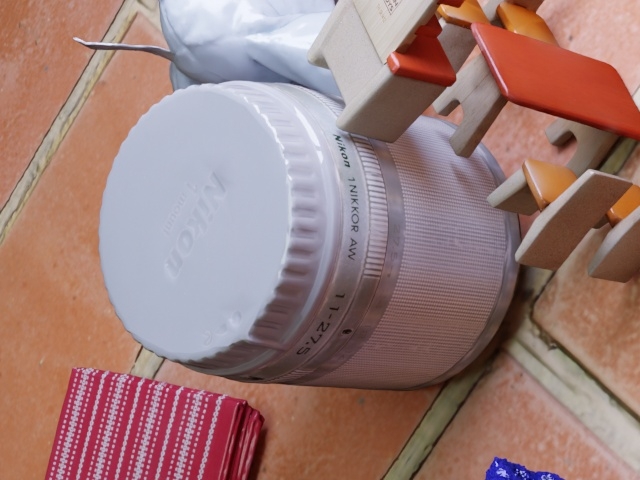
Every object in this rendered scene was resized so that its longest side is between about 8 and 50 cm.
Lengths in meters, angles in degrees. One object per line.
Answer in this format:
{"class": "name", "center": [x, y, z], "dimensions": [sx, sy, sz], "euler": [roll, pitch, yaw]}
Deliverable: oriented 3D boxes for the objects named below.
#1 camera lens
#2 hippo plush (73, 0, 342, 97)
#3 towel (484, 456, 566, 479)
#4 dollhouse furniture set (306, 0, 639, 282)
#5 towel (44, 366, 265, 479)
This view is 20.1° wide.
{"class": "camera lens", "center": [0.000, 0.000, 1.354], "dimensions": [0.219, 0.274, 0.219], "euler": [-7, 80, 42]}
{"class": "hippo plush", "center": [-0.041, -0.203, 1.552], "dimensions": [0.234, 0.294, 0.236], "euler": [117, 170, -54]}
{"class": "towel", "center": [0.143, 0.325, 1.184], "dimensions": [0.228, 0.076, 0.308], "euler": [29, 109, 47]}
{"class": "dollhouse furniture set", "center": [0.135, -0.124, 1.295], "dimensions": [0.135, 0.259, 0.262], "euler": [-50, 45, 33]}
{"class": "towel", "center": [-0.164, 0.224, 1.631], "dimensions": [0.275, 0.031, 0.199], "euler": [6, 80, 49]}
